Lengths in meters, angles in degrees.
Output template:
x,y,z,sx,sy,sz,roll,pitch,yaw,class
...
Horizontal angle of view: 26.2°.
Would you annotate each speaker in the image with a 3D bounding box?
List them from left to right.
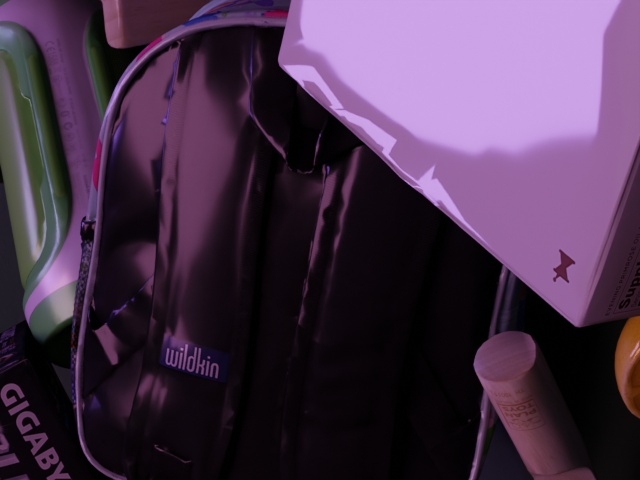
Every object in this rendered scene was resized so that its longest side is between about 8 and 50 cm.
x,y,z,sx,sy,sz,roll,pitch,yaw,class
-0.181,-0.057,1.037,0.131,0.131,0.296,-51,47,48,speaker

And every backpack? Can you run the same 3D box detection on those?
x,y,z,sx,sy,sz,roll,pitch,yaw,class
0.000,0.000,0.689,0.225,0.191,0.253,11,116,11,backpack

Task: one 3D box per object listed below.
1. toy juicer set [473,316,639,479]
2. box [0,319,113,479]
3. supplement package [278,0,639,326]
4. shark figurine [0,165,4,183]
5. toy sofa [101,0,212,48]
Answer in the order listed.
x,y,z,sx,sy,sz,roll,pitch,yaw,class
0.150,0.113,0.520,0.209,0.089,0.329,49,155,-20,toy juicer set
-0.167,0.208,0.970,0.293,0.073,0.295,62,170,-6,box
0.128,-0.093,0.498,0.194,0.203,0.149,45,132,43,supplement package
-0.297,-0.161,1.279,0.116,0.166,0.278,-5,72,33,shark figurine
-0.194,-0.238,0.898,0.363,0.150,0.177,15,114,39,toy sofa
